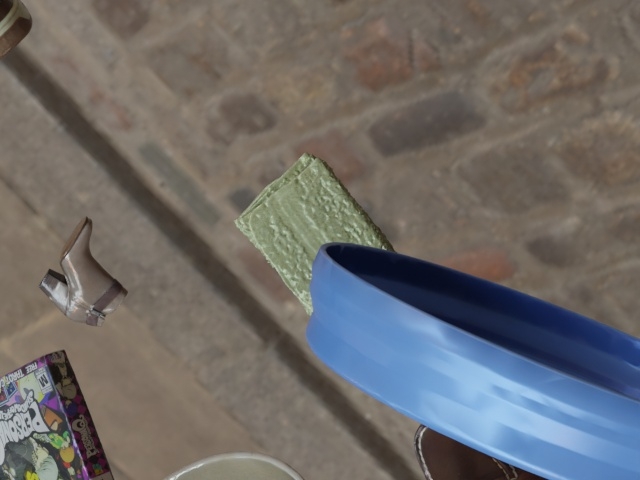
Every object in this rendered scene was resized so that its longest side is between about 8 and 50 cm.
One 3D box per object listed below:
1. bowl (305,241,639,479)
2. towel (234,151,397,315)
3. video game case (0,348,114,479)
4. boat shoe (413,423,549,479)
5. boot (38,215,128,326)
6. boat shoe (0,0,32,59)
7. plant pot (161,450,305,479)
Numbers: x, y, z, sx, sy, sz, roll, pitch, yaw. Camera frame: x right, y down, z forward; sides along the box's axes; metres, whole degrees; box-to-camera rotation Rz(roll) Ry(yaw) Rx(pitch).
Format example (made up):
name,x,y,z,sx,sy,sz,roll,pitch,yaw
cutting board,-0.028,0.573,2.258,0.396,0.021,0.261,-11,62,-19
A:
name,x,y,z,sx,sy,sz,roll,pitch,yaw
bowl,0.170,0.105,1.156,0.391,0.077,0.391,20,-173,-3
towel,0.000,0.000,1.442,0.148,0.110,0.027,50,-169,7
video game case,-0.364,0.271,1.876,0.232,0.042,0.210,-26,82,36
boat shoe,0.169,0.256,1.278,0.342,0.123,0.123,49,130,41
boot,-0.250,0.039,1.660,0.087,0.042,0.118,31,117,-13
boat shoe,-0.352,-0.247,1.487,0.095,0.095,0.257,46,172,-28
plant pot,-0.020,0.339,1.145,0.256,0.256,0.274,-2,143,46
